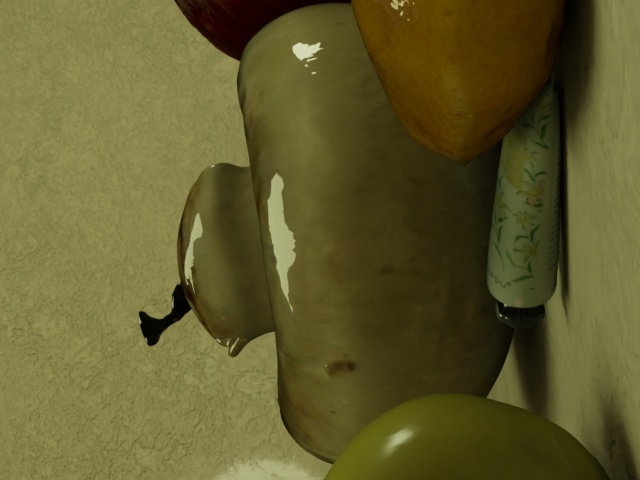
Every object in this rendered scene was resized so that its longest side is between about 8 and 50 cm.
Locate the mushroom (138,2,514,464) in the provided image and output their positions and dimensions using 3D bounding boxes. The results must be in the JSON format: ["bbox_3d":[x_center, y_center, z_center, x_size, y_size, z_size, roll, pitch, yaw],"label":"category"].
[{"bbox_3d":[0.000,0.000,1.272,0.362,0.295,0.362,-7,-90,-88],"label":"mushroom"}]

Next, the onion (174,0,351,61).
[{"bbox_3d":[-0.019,-0.278,1.427,0.276,0.276,0.276,-8,-90,-89],"label":"onion"}]

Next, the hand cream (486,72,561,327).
[{"bbox_3d":[0.120,-0.031,0.956,0.067,0.042,0.194,-94,1,-52],"label":"hand cream"}]

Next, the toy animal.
[{"bbox_3d":[0.077,0.182,0.891,0.338,0.216,0.191,60,-131,-79],"label":"toy animal"}]

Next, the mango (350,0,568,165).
[{"bbox_3d":[0.069,-0.121,0.833,0.227,0.109,0.147,84,176,-52],"label":"mango"}]
